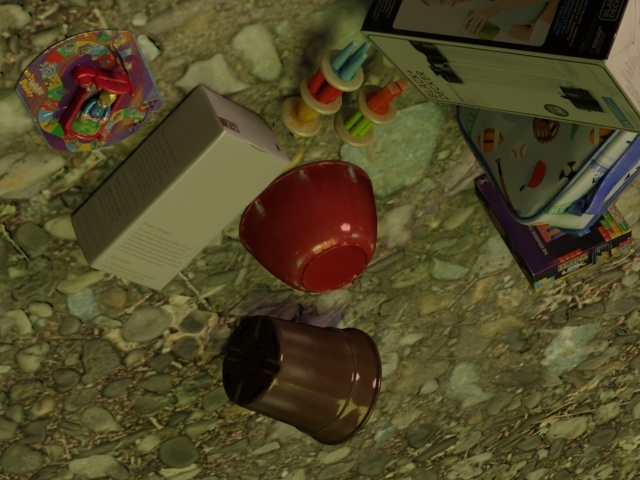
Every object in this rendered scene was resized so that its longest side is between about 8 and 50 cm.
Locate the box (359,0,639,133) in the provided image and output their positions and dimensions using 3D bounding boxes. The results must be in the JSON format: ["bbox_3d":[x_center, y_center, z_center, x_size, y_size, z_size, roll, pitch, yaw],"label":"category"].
[{"bbox_3d":[0.207,-0.200,1.448,0.169,0.290,0.087,37,72,-53],"label":"box"}]

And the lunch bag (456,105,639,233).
[{"bbox_3d":[0.298,-0.159,1.586,0.115,0.243,0.303,9,130,-39],"label":"lunch bag"}]

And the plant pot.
[{"bbox_3d":[-0.032,0.179,1.881,0.165,0.167,0.167,21,123,-38],"label":"plant pot"}]

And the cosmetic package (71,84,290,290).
[{"bbox_3d":[-0.159,-0.055,1.560,0.231,0.085,0.117,-43,142,18],"label":"cosmetic package"}]

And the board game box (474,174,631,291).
[{"bbox_3d":[0.300,-0.036,1.804,0.141,0.170,0.048,-24,147,-5],"label":"board game box"}]

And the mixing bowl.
[{"bbox_3d":[0.000,0.000,1.719,0.181,0.098,0.181,-17,144,-13],"label":"mixing bowl"}]

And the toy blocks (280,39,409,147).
[{"bbox_3d":[0.041,-0.165,1.529,0.123,0.054,0.148,9,150,-27],"label":"toy blocks"}]

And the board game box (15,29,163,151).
[{"bbox_3d":[-0.234,-0.142,1.443,0.133,0.033,0.169,-24,144,-4],"label":"board game box"}]
